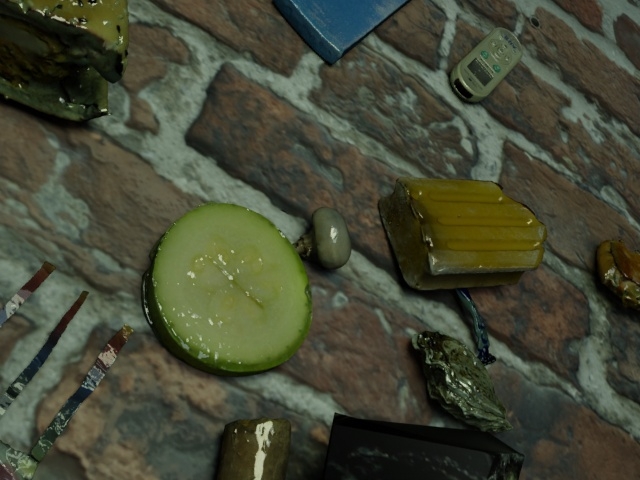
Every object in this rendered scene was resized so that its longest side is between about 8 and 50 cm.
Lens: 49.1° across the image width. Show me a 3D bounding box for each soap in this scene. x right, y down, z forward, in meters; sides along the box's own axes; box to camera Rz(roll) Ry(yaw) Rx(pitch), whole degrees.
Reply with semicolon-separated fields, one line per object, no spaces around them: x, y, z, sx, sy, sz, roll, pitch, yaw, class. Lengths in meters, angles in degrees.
0.228;-0.011;1.058;0.257;0.080;0.160;1;60;-31;soap

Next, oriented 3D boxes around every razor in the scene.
0.223;0.109;1.042;0.044;0.028;0.155;-11;75;-34;razor

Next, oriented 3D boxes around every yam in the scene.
-0.085;0.358;0.709;0.081;0.081;0.357;20;58;-23;yam

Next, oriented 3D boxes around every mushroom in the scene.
0.000;0.000;0.938;0.079;0.085;0.085;-16;73;8;mushroom

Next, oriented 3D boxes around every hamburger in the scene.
-0.343;-0.278;0.785;0.287;0.167;0.193;21;61;-21;hamburger

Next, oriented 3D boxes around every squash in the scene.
-0.105;0.057;0.856;0.219;0.041;0.219;13;63;-27;squash

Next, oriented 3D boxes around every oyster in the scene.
0.195;0.197;0.968;0.124;0.064;0.177;-13;65;-50;oyster

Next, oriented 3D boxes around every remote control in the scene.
0.304;-0.321;1.282;0.078;0.042;0.221;48;54;-5;remote control

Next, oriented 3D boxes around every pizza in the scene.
0.567;0.085;1.245;0.226;0.069;0.147;27;35;-23;pizza

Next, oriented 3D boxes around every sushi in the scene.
0.107;0.304;0.749;0.215;0.227;0.213;8;78;6;sushi

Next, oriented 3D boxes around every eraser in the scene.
0.059;-0.417;1.175;0.144;0.042;0.312;47;53;-6;eraser

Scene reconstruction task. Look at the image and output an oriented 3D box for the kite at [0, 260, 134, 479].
-0.329;0.193;0.671;0.204;0.022;0.360;41;57;-9;kite
